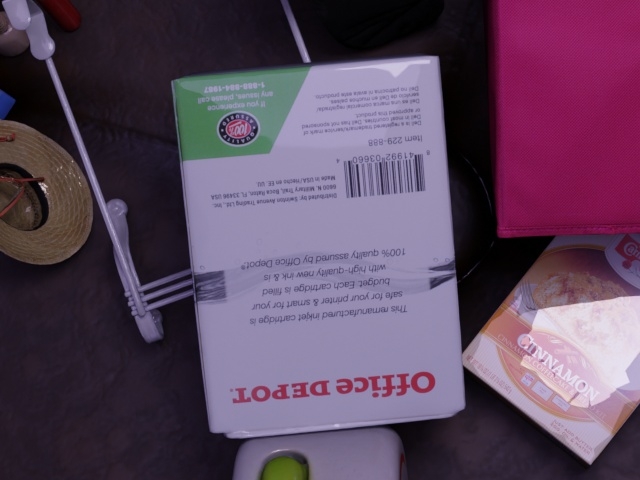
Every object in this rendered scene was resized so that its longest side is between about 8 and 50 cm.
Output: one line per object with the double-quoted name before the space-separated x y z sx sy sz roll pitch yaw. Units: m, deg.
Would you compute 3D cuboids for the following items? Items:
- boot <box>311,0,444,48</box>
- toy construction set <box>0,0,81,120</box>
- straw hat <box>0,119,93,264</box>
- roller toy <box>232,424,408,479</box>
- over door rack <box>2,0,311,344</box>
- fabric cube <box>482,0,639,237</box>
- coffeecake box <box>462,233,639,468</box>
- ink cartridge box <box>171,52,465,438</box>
"boot" -0.001 -0.349 1.245 0.138 0.377 0.284 -19 72 10
"toy construction set" -0.383 -0.175 1.315 0.309 0.237 0.257 -30 77 0
"straw hat" -0.284 -0.035 1.364 0.061 0.144 0.144 -29 73 43
"roller toy" 0.012 0.245 1.214 0.146 0.209 0.191 -4 101 6
"over door rack" -0.101 -0.101 1.321 0.239 0.108 0.324 -21 98 2
"fabric cube" 0.258 -0.158 1.192 0.259 0.254 0.258 -1 105 5
"coffeecake box" 0.230 0.078 1.283 0.142 0.068 0.185 38 85 13
"ink cartridge box" 0.000 0.000 1.220 0.211 0.121 0.289 -4 98 0
